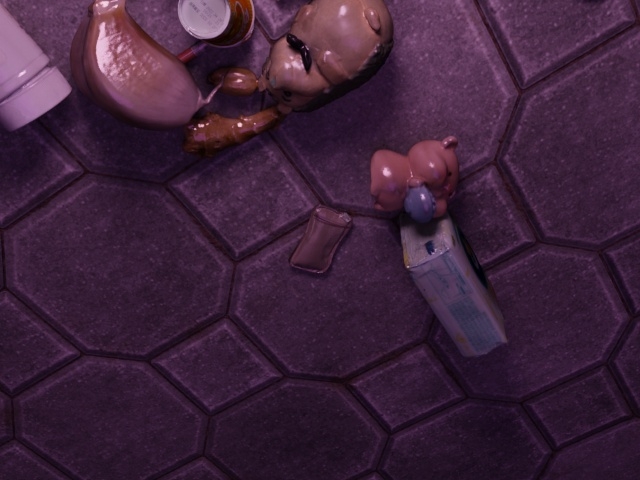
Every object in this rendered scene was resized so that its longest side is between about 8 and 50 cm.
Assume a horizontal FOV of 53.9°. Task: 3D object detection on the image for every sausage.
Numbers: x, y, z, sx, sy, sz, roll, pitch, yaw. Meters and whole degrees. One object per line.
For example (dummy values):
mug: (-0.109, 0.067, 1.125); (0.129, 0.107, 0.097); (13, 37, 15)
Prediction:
sausage: (-0.271, -0.486, 1.539); (0.223, 0.029, 0.029); (-28, 119, 13)

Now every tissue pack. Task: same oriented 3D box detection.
tissue pack: (0.375, 0.104, 1.803); (0.162, 0.287, 0.388); (-26, 120, 19)

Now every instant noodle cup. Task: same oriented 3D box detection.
instant noodle cup: (-0.241, -0.511, 1.413); (0.168, 0.185, 0.168); (1, 109, 3)

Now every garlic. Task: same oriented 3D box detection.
garlic: (-0.437, -0.385, 1.511); (0.340, 0.231, 0.245); (29, 76, -28)

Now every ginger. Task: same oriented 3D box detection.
ginger: (-0.222, -0.297, 1.626); (0.295, 0.086, 0.131); (-19, 131, 5)

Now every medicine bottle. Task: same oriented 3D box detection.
medicine bottle: (-0.756, -0.427, 1.448); (0.190, 0.190, 0.332); (-29, 119, 14)

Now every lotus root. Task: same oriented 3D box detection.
lotus root: (-0.209, -0.398, 1.579); (0.150, 0.062, 0.073); (6, 96, -5)

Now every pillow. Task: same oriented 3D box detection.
pillow: (0.000, 0.000, 1.855); (0.131, 0.038, 0.232); (17, 120, -18)

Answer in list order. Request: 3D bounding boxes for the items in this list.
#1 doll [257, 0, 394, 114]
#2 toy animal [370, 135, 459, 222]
doll: (0.005, -0.441, 1.476); (0.247, 0.247, 0.349); (37, 126, -23)
toy animal: (0.246, -0.163, 1.693); (0.221, 0.229, 0.210); (21, 149, 28)
